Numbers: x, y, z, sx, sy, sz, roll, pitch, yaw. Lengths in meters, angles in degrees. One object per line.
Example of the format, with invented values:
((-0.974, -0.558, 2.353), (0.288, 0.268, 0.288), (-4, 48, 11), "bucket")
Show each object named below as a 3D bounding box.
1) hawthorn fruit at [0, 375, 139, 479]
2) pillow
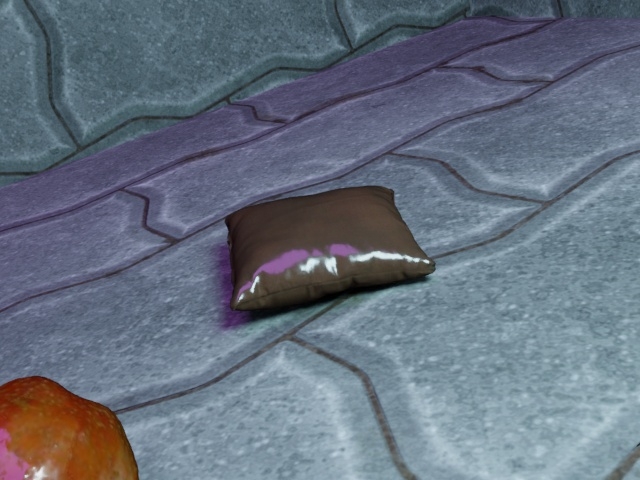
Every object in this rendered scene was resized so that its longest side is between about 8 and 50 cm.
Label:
((-0.280, 0.255, 0.694), (0.205, 0.205, 0.253), (-14, 31, 2), "hawthorn fruit")
((0.000, 0.000, 1.182), (0.305, 0.108, 0.308), (-11, 26, -3), "pillow")
